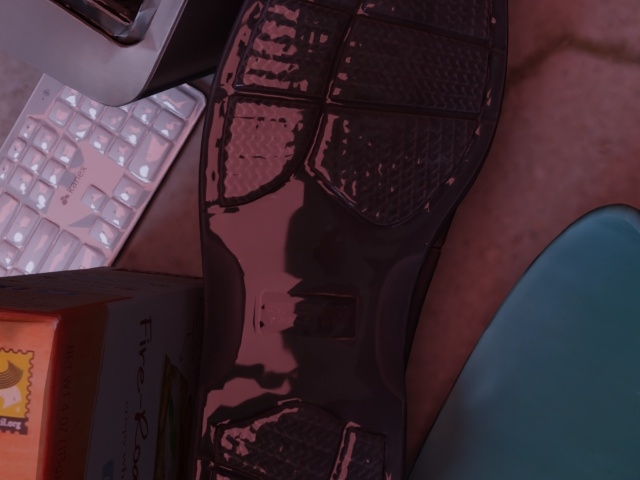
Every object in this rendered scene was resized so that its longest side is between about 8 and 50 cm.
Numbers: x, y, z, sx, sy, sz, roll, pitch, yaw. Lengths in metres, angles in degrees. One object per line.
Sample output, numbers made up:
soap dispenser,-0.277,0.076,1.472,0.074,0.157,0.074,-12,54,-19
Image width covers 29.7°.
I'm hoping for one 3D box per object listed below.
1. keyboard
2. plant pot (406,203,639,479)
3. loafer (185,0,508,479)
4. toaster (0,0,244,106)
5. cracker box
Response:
keyboard,-0.145,0.026,0.555,0.072,0.014,0.256,33,97,11
plant pot,0.139,0.167,0.361,0.235,0.293,0.293,22,94,-2
loafer,0.000,0.000,0.485,0.109,0.095,0.302,11,89,-6
toaster,-0.088,-0.158,0.474,0.168,0.110,0.186,35,118,8
cracker box,-0.090,0.091,0.428,0.067,0.232,0.156,5,92,6
